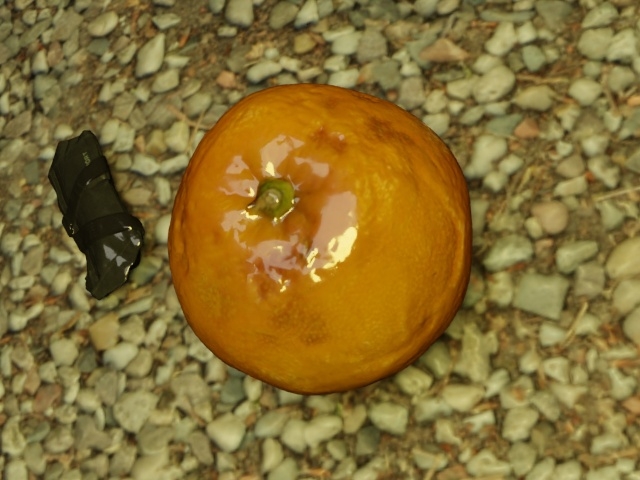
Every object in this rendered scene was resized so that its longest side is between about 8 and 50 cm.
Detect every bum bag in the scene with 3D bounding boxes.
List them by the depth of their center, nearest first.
[{"bbox_3d":[-0.233,-0.032,1.143,0.087,0.049,0.198,-47,57,29],"label":"bum bag"}]

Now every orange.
[{"bbox_3d":[0.000,0.000,0.919,0.261,0.261,0.261,-9,67,21],"label":"orange"}]
